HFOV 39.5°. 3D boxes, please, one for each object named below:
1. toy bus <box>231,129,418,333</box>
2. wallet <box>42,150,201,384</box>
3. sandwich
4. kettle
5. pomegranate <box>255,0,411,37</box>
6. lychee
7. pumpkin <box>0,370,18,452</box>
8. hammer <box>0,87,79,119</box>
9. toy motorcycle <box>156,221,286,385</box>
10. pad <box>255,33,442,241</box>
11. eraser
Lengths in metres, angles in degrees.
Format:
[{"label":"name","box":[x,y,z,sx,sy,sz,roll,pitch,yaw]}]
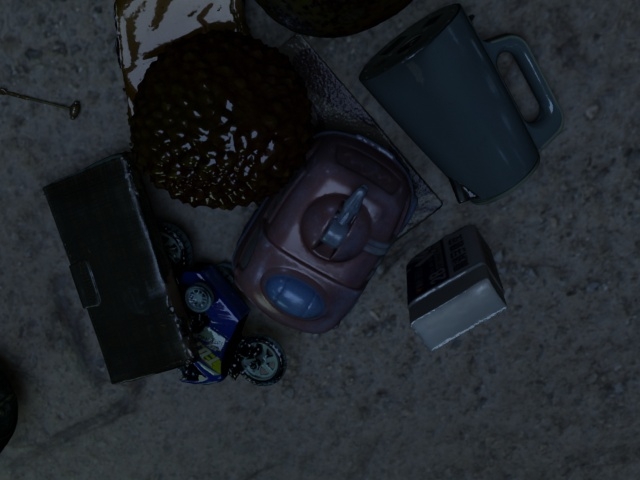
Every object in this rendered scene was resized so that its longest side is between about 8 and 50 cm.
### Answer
[{"label":"toy bus","box":[0.000,0.000,1.215,0.197,0.232,0.294,31,108,-6]},{"label":"wallet","box":[-0.286,0.042,1.292,0.169,0.044,0.316,-19,91,28]},{"label":"sandwich","box":[-0.173,-0.237,1.244,0.212,0.063,0.244,-2,108,6]},{"label":"kettle","box":[0.205,-0.190,1.203,0.210,0.160,0.243,-45,109,-12]},{"label":"pomegranate","box":[-0.031,-0.384,1.096,0.341,0.285,0.284,3,111,30]},{"label":"lychee","box":[-0.119,-0.144,1.115,0.236,0.271,0.235,-8,111,-22]},{"label":"pumpkin","box":[-0.582,0.272,1.404,0.212,0.152,0.211,8,115,17]},{"label":"hammer","box":[-0.412,-0.204,1.305,0.123,0.014,0.029,15,100,3]},{"label":"toy motorcycle","box":[-0.193,0.114,1.344,0.169,0.113,0.315,-40,92,25]},{"label":"pad","box":[-0.006,-0.107,1.305,0.220,0.004,0.330,-39,101,16]},{"label":"eraser","box":[0.183,0.062,1.237,0.125,0.210,0.068,-31,104,14]}]
